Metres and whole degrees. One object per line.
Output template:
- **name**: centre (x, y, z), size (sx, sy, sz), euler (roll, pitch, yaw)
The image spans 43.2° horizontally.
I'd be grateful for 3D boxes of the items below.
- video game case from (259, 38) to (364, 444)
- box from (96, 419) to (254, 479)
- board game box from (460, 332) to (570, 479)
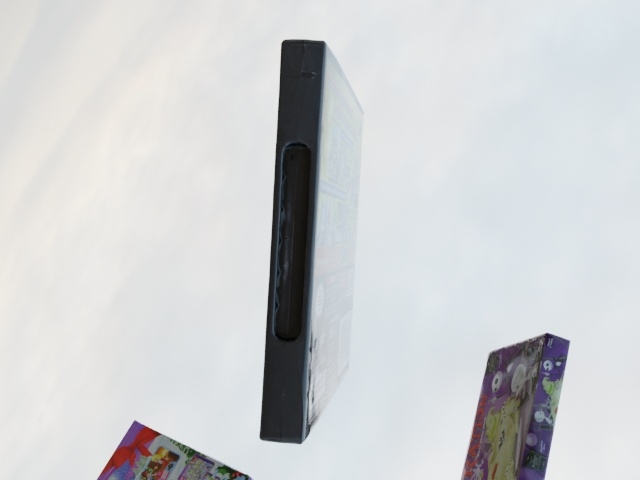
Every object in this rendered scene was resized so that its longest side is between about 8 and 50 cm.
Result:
- **video game case**: centre (0.000, 0.000, 0.625), size (0.275, 0.035, 0.248), euler (-2, 96, -82)
- **box**: centre (-0.237, 0.408, 1.060), size (0.201, 0.057, 0.293), euler (19, -117, 24)
- **board game box**: centre (0.286, 0.325, 1.247), size (0.208, 0.056, 0.346), euler (120, -12, -70)
